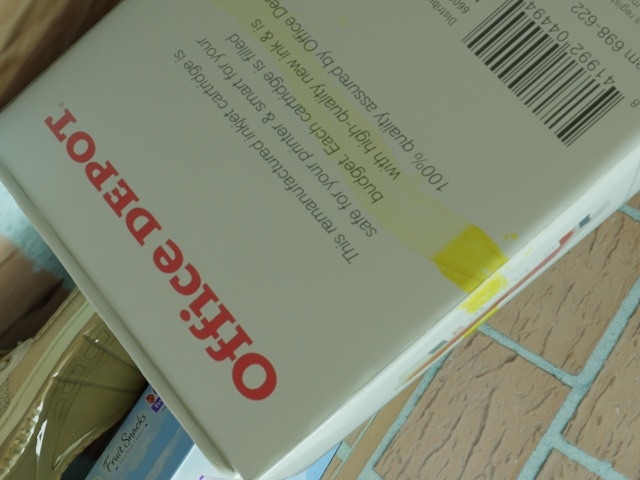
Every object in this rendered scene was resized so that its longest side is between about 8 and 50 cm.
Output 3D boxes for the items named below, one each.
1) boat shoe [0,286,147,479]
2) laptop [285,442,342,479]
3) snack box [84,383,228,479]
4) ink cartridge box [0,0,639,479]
[{"bbox_3d":[-0.220,0.120,0.682,0.302,0.098,0.109,-57,151,-13],"label":"boat shoe"},{"bbox_3d":[-0.078,0.255,1.018,0.382,0.236,0.408,-61,-176,5],"label":"laptop"},{"bbox_3d":[-0.101,0.186,0.786,0.174,0.070,0.207,-56,155,-5],"label":"snack box"},{"bbox_3d":[0.031,-0.077,0.577,0.385,0.279,0.160,-41,163,2],"label":"ink cartridge box"}]
